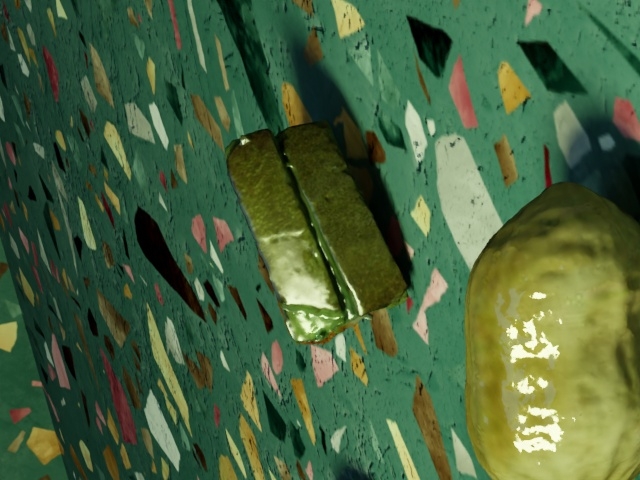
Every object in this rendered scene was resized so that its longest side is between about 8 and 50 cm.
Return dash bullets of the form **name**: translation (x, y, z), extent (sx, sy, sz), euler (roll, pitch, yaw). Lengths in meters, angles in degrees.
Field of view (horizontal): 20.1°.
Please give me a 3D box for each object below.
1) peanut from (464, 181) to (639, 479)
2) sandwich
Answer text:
- **peanut**: translation (0.151, 0.071, 1.110), extent (0.129, 0.129, 0.224), euler (39, 143, 58)
- **sandwich**: translation (-0.003, -0.009, 1.516), extent (0.160, 0.109, 0.185), euler (-18, -92, -89)
